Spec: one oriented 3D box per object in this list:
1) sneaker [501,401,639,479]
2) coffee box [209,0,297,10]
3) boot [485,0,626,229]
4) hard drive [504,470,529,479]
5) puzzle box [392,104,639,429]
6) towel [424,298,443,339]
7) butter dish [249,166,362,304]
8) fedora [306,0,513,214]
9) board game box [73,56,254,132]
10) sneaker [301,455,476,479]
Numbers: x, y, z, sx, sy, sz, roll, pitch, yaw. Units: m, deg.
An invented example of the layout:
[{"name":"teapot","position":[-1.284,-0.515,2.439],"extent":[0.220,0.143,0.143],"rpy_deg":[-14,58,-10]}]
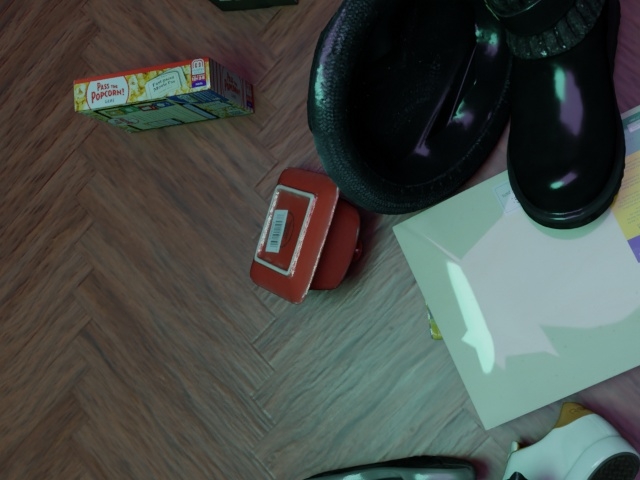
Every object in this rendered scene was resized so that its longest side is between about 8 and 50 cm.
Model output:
[{"name":"sneaker","position":[0.247,0.315,1.051],"extent":[0.290,0.106,0.123],"rpy_deg":[-56,34,16]},{"name":"coffee box","position":[-0.104,-0.473,1.181],"extent":[0.118,0.168,0.297],"rpy_deg":[1,85,18]},{"name":"boot","position":[0.237,-0.211,0.961],"extent":[0.131,0.260,0.348],"rpy_deg":[-5,67,27]},{"name":"hard drive","position":[0.189,0.435,0.984],"extent":[0.237,0.064,0.339],"rpy_deg":[39,115,0]},{"name":"puzzle box","position":[0.323,0.018,1.054],"extent":[0.408,0.052,0.272],"rpy_deg":[-26,77,12]},{"name":"towel","position":[0.174,0.091,1.123],"extent":[0.083,0.009,0.060],"rpy_deg":[-7,82,17]},{"name":"butter dish","position":[0.000,0.000,1.137],"extent":[0.160,0.118,0.160],"rpy_deg":[20,94,59]},{"name":"fedora","position":[0.089,-0.202,1.078],"extent":[0.152,0.334,0.334],"rpy_deg":[24,93,51]},{"name":"board game box","position":[-0.205,-0.190,1.198],"extent":[0.193,0.147,0.045],"rpy_deg":[-6,83,17]},{"name":"sneaker","position":[0.089,0.334,1.091],"extent":[0.227,0.087,0.130],"rpy_deg":[-16,82,19]}]
